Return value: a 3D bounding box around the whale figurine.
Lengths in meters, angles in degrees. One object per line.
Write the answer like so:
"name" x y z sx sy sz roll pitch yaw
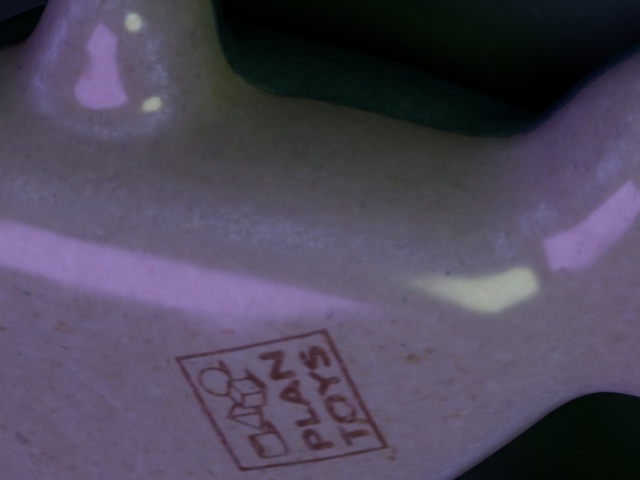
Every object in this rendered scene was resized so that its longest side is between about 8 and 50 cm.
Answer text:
"whale figurine" 0.000 0.000 0.427 0.272 0.141 0.216 -11 121 30
